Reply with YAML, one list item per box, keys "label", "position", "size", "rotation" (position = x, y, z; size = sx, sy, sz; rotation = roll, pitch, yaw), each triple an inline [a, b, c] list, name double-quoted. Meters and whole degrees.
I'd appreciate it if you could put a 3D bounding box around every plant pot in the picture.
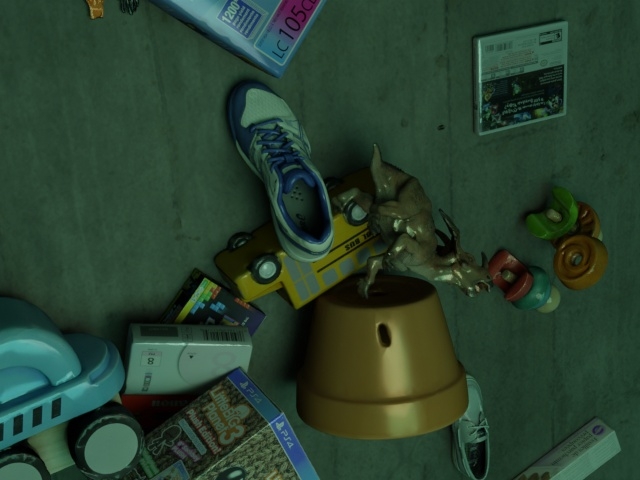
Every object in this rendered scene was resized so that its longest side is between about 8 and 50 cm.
- label: "plant pot"
  position: [0.099, 0.180, 1.794]
  size: [0.290, 0.291, 0.204]
  rotation: [-9, 105, -24]

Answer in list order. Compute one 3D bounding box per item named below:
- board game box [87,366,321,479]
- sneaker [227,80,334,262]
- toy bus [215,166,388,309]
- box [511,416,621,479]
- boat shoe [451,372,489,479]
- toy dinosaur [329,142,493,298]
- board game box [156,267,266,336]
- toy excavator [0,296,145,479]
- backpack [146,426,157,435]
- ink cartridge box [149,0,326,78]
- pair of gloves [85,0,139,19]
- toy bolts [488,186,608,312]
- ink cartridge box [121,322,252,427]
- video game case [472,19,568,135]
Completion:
- label: "board game box"
  position: [-0.166, 0.386, 1.664]
  size: [0.291, 0.141, 0.232]
  rotation: [-36, 129, -14]
- label: "sneaker"
  position: [-0.046, -0.114, 1.624]
  size: [0.111, 0.131, 0.297]
  rotation: [-25, 88, -12]
- label: "toy bus"
  position: [0.000, 0.000, 1.767]
  size: [0.332, 0.108, 0.130]
  rotation: [-33, 123, -13]
- label: "box"
  position: [0.477, 0.493, 2.239]
  size: [0.324, 0.063, 0.067]
  rotation: [-34, 123, -12]
- label: "boat shoe"
  position: [0.295, 0.364, 2.081]
  size: [0.079, 0.081, 0.228]
  rotation: [-18, 117, -20]
- label: "toy dinosaur"
  position: [0.142, -0.031, 1.700]
  size: [0.200, 0.127, 0.296]
  rotation: [-28, 106, -28]
- label: "board game box"
  position: [-0.193, 0.152, 1.762]
  size: [0.141, 0.048, 0.170]
  rotation: [34, 92, -32]
- label: "toy excavator"
  position: [-0.509, 0.163, 1.508]
  size: [0.432, 0.222, 0.445]
  rotation: [-21, 114, -21]
- label: "backpack"
  position: [-0.228, 0.371, 1.783]
  size: [0.173, 0.117, 0.158]
  rotation: [-47, 132, -1]
- label: "ink cartridge box"
  position: [-0.163, -0.441, 1.478]
  size: [0.395, 0.151, 0.270]
  rotation: [30, 92, -31]
- label: "pair of gloves"
  position: [-0.296, -0.354, 1.527]
  size: [0.083, 0.010, 0.074]
  rotation: [-13, 114, -26]
- label: "toy bolts"
  position: [0.446, 0.056, 1.982]
  size: [0.158, 0.218, 0.228]
  rotation: [28, 114, -39]
- label: "ink cartridge box"
  position: [-0.220, 0.233, 1.719]
  size: [0.189, 0.066, 0.232]
  rotation: [2, 122, -16]
- label: "video game case"
  position: [0.350, -0.285, 1.887]
  size: [0.190, 0.022, 0.173]
  rotation: [-15, 115, -23]
